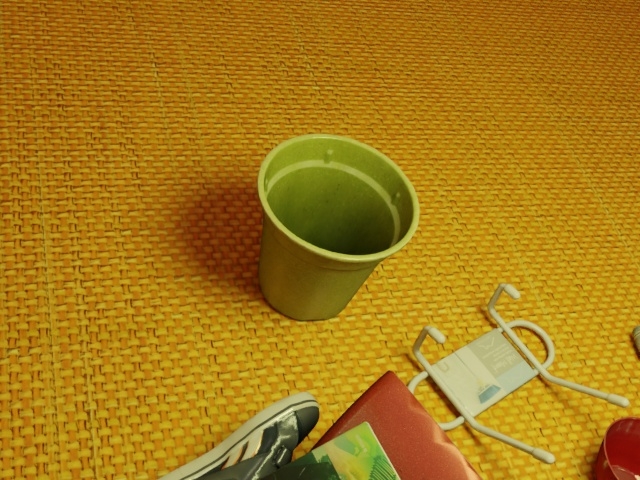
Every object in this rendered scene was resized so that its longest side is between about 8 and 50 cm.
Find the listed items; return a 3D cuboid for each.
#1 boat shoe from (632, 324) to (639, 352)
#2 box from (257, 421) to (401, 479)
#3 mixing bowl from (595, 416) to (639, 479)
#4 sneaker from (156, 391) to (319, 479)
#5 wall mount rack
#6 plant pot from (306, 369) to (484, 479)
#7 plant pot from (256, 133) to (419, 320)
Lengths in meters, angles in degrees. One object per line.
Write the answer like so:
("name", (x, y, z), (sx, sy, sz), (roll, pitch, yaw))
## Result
("boat shoe", (0.722, 0.212, 1.683), (0.228, 0.079, 0.081), (5, 59, -8))
("box", (-0.028, 0.388, 1.025), (0.322, 0.058, 0.232), (-27, 48, -7))
("mixing bowl", (0.529, 0.397, 1.434), (0.182, 0.098, 0.181), (14, 42, -13))
("sneaker", (-0.110, 0.352, 1.253), (0.321, 0.126, 0.127), (-31, 61, -24))
("wall mount rack", (0.334, 0.239, 1.488), (0.350, 0.130, 0.304), (-24, 62, -32))
("plant pot", (0.074, 0.392, 1.202), (0.236, 0.267, 0.267), (-31, 65, -22))
("plant pot", (0.000, 0.000, 1.498), (0.276, 0.254, 0.276), (10, 49, -11))
